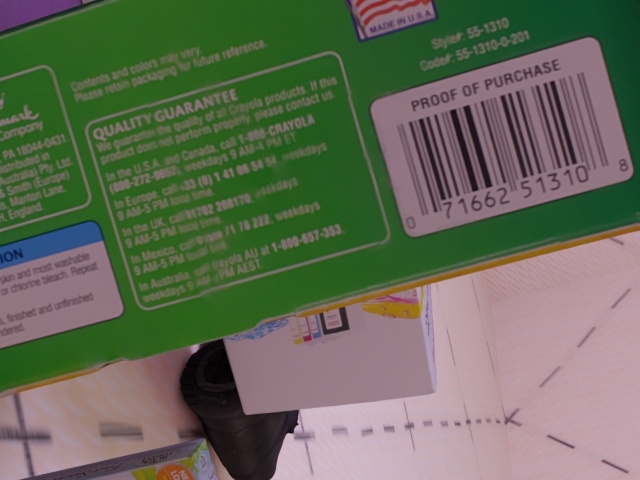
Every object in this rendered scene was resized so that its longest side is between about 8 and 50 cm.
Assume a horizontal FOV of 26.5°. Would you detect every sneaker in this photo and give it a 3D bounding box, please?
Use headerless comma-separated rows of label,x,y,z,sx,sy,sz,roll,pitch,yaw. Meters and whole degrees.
sneaker,-0.060,0.121,1.318,0.286,0.109,0.130,-66,147,-57

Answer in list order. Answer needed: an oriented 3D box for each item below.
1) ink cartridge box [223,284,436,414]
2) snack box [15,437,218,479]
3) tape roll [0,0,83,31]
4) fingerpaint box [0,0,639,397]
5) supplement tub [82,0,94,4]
ink cartridge box,0.000,0.000,1.138,0.171,0.168,0.232,-86,167,-53
snack box,-0.124,0.183,0.814,0.037,0.141,0.100,-50,125,-74
tape roll,-0.173,-0.130,1.087,0.275,0.090,0.274,-15,90,-78
fingerpaint box,-0.042,-0.054,0.740,0.371,0.445,0.163,-35,109,-77
supplement tub,0.004,-0.220,1.002,0.235,0.325,0.235,-15,90,-78
